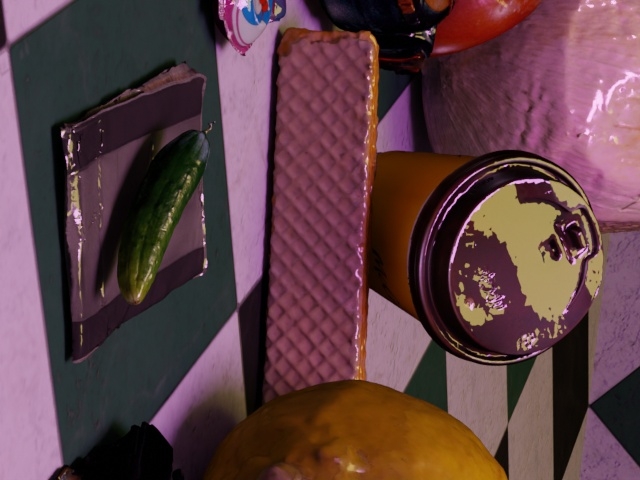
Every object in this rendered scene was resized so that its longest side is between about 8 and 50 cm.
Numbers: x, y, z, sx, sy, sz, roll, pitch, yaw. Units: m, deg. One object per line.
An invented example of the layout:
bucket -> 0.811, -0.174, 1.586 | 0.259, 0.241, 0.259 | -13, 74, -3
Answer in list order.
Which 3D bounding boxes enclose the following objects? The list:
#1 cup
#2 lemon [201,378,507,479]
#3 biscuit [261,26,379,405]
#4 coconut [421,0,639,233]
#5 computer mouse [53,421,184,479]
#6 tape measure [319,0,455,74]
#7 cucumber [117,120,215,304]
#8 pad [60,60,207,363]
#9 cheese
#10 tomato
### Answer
cup -> 0.121, 0.000, 1.762 | 0.196, 0.279, 0.196 | -7, 104, -28
lemon -> 0.031, 0.244, 1.554 | 0.316, 0.285, 0.285 | 115, -9, -58
biscuit -> 0.000, 0.000, 1.699 | 0.054, 0.094, 0.379 | -22, 115, -78
coconut -> 0.278, -0.195, 2.151 | 0.404, 0.404, 0.404 | 4, 90, -73
computer mouse -> -0.139, 0.221, 1.325 | 0.242, 0.077, 0.146 | -59, 150, -56
tape measure -> 0.065, -0.287, 1.767 | 0.223, 0.135, 0.202 | 58, 38, -60
cucumber -> -0.114, -0.025, 1.345 | 0.039, 0.039, 0.168 | 72, 32, -52
pad -> -0.134, -0.026, 1.379 | 0.233, 0.022, 0.174 | -42, 134, -64
cheese -> -0.057, -0.200, 1.554 | 0.145, 0.038, 0.095 | -25, 118, -70
tomato -> 0.158, -0.280, 1.936 | 0.139, 0.200, 0.233 | 25, 72, -30
